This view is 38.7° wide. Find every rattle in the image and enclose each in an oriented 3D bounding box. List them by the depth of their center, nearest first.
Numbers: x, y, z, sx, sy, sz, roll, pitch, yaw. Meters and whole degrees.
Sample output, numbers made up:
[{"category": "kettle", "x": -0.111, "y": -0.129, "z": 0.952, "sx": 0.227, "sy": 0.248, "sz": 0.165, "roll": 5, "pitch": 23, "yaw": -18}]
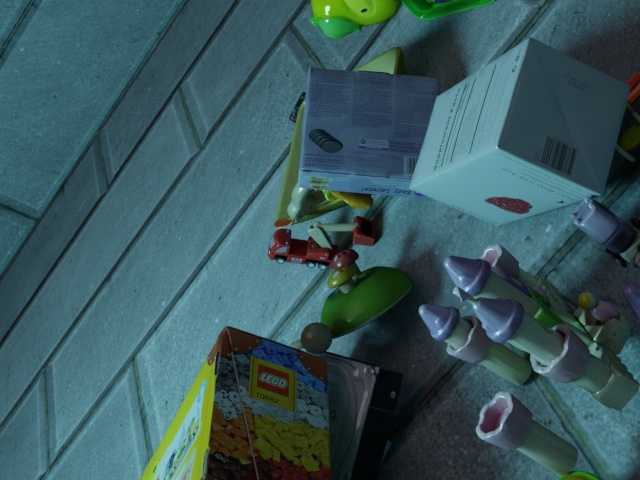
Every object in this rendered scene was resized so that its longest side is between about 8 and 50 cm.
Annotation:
[{"category": "rattle", "x": 0.007, "y": -0.056, "z": 1.752, "sx": 0.199, "sy": 0.143, "sz": 0.130, "roll": -54, "pitch": -6, "yaw": 27}]

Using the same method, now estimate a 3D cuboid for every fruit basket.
[{"category": "fruit basket", "x": 0.142, "y": -0.559, "z": 1.780, "sx": 0.283, "sy": 0.392, "sz": 0.392, "roll": 2, "pitch": 68, "yaw": 56}]

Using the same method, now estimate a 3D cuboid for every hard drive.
[{"category": "hard drive", "x": 0.008, "y": 0.361, "z": 1.528, "sx": 0.237, "sy": 0.064, "sz": 0.338, "roll": 6, "pitch": 80, "yaw": 59}]

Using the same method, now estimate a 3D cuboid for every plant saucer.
[{"category": "plant saucer", "x": 0.059, "y": -0.197, "z": 1.903, "sx": 0.333, "sy": 0.081, "sz": 0.332, "roll": -21, "pitch": 50, "yaw": 48}]

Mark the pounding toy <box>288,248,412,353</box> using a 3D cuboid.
[{"category": "pounding toy", "x": 0.035, "y": 0.091, "z": 1.582, "sx": 0.237, "sy": 0.110, "sz": 0.183, "roll": -34, "pitch": 7, "yaw": -16}]

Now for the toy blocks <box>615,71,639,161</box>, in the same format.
[{"category": "toy blocks", "x": 0.472, "y": -0.203, "z": 1.328, "sx": 0.148, "sy": 0.054, "sz": 0.123, "roll": -49, "pitch": 34, "yaw": 21}]

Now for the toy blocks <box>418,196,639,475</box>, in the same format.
[{"category": "toy blocks", "x": 0.265, "y": 0.071, "z": 1.166, "sx": 0.309, "sy": 0.260, "sz": 0.288, "roll": -53, "pitch": 14, "yaw": 15}]

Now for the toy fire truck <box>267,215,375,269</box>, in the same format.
[{"category": "toy fire truck", "x": 0.000, "y": 0.000, "z": 1.784, "sx": 0.135, "sy": 0.192, "sz": 0.047, "roll": 111, "pitch": 165, "yaw": -53}]

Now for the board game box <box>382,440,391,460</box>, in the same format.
[{"category": "board game box", "x": 0.070, "y": 0.358, "z": 1.521, "sx": 0.090, "sy": 0.020, "sz": 0.090, "roll": 26, "pitch": 89, "yaw": 60}]

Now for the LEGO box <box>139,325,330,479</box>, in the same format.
[{"category": "LEGO box", "x": -0.176, "y": 0.453, "z": 1.454, "sx": 0.372, "sy": 0.193, "sz": 0.500, "roll": -91, "pitch": 26, "yaw": -55}]

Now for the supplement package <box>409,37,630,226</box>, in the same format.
[{"category": "supplement package", "x": 0.288, "y": -0.148, "z": 1.370, "sx": 0.293, "sy": 0.178, "sz": 0.175, "roll": 156, "pitch": 134, "yaw": -71}]

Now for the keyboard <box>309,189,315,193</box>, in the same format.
[{"category": "keyboard", "x": 0.018, "y": -0.174, "z": 1.849, "sx": 0.108, "sy": 0.023, "sz": 0.180, "roll": 16, "pitch": 81, "yaw": 58}]

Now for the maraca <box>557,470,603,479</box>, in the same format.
[{"category": "maraca", "x": 0.312, "y": 0.371, "z": 1.090, "sx": 0.127, "sy": 0.099, "sz": 0.185, "roll": -7, "pitch": 77, "yaw": 63}]

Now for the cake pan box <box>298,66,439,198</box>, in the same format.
[{"category": "cake pan box", "x": 0.097, "y": -0.202, "z": 1.688, "sx": 0.070, "sy": 0.267, "sz": 0.245, "roll": 98, "pitch": 175, "yaw": -61}]

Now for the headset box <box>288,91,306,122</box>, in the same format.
[{"category": "headset box", "x": -0.037, "y": -0.310, "z": 2.174, "sx": 0.062, "sy": 0.032, "sz": 0.083, "roll": 23, "pitch": 87, "yaw": 59}]
